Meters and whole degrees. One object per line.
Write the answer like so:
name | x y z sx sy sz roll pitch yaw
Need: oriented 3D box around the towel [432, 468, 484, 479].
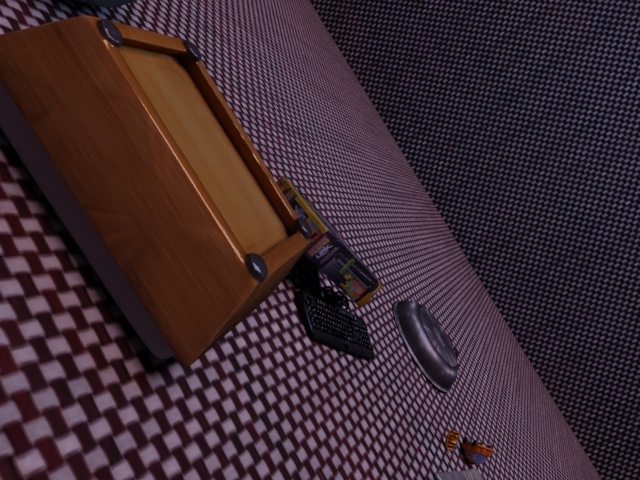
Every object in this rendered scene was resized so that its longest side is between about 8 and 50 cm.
towel | 0.268 0.433 0.834 0.324 0.056 0.312 51 11 27

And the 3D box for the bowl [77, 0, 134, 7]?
bowl | -0.266 -0.390 0.724 0.311 0.163 0.311 51 17 -22

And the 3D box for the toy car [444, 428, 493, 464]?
toy car | 0.234 0.346 1.084 0.122 0.060 0.040 28 75 -30

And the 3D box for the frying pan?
frying pan | 0.244 0.227 1.285 0.326 0.053 0.197 39 25 -40

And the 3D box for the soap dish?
soap dish | -0.132 -0.057 0.583 0.290 0.118 0.229 58 16 -2

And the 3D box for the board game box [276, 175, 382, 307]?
board game box | 0.000 0.000 0.911 0.141 0.048 0.170 43 5 -37

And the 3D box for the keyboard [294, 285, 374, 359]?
keyboard | 0.029 0.104 0.899 0.192 0.038 0.100 33 29 -57
